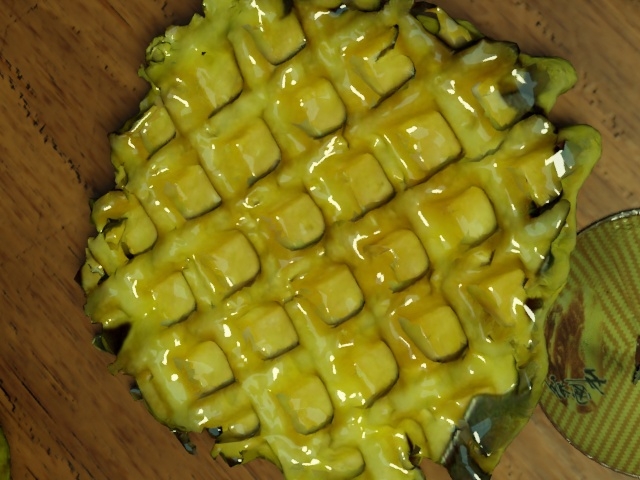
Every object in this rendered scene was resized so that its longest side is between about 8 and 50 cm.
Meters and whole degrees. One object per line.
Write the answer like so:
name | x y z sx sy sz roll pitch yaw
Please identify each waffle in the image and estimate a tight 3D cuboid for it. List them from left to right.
waffle | 0.000 0.000 0.902 0.379 0.095 0.382 21 100 18

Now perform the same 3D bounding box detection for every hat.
hat | 0.226 0.073 0.832 0.193 0.082 0.193 0 89 19

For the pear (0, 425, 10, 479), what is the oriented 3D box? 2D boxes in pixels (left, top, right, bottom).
pear | -0.399 0.219 0.961 0.307 0.253 0.253 -16 85 11
